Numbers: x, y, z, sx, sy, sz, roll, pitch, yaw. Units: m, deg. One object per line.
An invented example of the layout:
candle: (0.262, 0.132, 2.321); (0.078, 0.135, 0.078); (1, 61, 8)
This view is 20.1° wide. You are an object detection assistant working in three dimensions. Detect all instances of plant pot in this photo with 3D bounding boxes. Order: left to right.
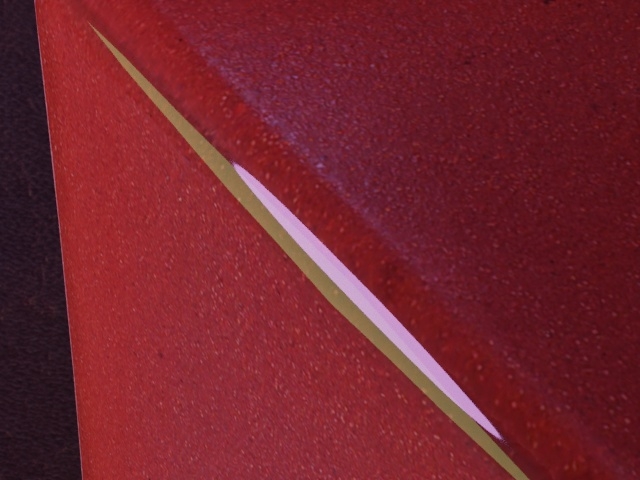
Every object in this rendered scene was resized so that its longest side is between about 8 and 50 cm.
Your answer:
plant pot: (0.090, 0.047, 0.550); (0.236, 0.267, 0.267); (49, 148, 43)
